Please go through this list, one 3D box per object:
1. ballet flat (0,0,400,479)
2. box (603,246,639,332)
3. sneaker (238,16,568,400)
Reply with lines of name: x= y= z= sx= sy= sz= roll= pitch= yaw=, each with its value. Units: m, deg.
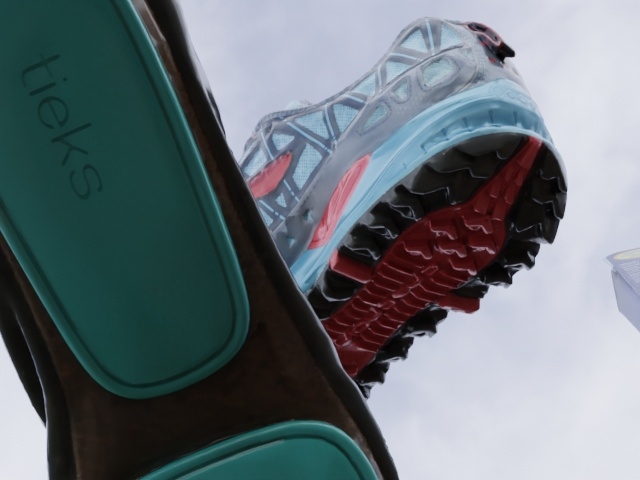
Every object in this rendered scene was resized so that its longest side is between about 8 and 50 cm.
ballet flat: x=-0.033 y=0.046 z=0.349 sx=0.095 sy=0.096 sz=0.280 roll=-15 pitch=-87 yaw=-2
box: x=0.251 y=0.029 z=0.713 sx=0.136 sy=0.225 sz=0.036 roll=-13 pitch=-80 yaw=5
sneaker: x=0.000 y=0.000 z=0.566 sx=0.104 sy=0.125 sz=0.262 roll=28 pitch=-51 yaw=-35
